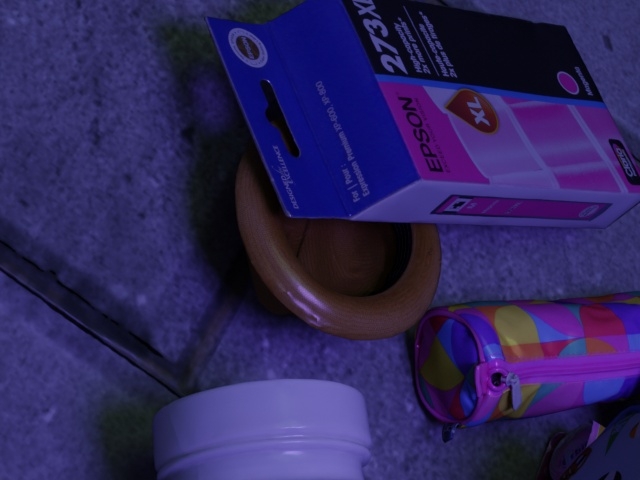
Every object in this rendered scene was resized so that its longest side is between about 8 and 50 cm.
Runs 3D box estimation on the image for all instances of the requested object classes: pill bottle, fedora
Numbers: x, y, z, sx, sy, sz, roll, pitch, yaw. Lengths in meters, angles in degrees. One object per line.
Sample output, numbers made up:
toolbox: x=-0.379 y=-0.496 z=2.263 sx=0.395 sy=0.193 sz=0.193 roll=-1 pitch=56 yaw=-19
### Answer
pill bottle: x=-0.022 y=0.265 z=1.098 sx=0.188 sy=0.188 sz=0.334 roll=6 pitch=67 yaw=-30
fedora: x=0.000 y=0.000 z=1.297 sx=0.194 sy=0.079 sz=0.194 roll=21 pitch=50 yaw=-28

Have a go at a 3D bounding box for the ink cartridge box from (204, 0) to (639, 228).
ink cartridge box: x=0.092 y=-0.099 z=1.351 sx=0.371 sy=0.069 sz=0.175 roll=0 pitch=59 yaw=-43

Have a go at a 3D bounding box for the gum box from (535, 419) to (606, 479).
gum box: x=0.209 y=0.238 z=1.333 sx=0.107 sy=0.062 sz=0.188 roll=35 pitch=56 yaw=-15

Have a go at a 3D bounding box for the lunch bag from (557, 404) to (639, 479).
lunch bag: x=0.188 y=0.255 z=1.128 sx=0.115 sy=0.243 sz=0.303 roll=36 pitch=83 yaw=-13

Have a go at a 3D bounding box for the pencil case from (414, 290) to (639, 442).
pencil case: x=0.183 y=0.091 z=1.360 sx=0.236 sy=0.104 sz=0.104 roll=-5 pitch=72 yaw=-34
